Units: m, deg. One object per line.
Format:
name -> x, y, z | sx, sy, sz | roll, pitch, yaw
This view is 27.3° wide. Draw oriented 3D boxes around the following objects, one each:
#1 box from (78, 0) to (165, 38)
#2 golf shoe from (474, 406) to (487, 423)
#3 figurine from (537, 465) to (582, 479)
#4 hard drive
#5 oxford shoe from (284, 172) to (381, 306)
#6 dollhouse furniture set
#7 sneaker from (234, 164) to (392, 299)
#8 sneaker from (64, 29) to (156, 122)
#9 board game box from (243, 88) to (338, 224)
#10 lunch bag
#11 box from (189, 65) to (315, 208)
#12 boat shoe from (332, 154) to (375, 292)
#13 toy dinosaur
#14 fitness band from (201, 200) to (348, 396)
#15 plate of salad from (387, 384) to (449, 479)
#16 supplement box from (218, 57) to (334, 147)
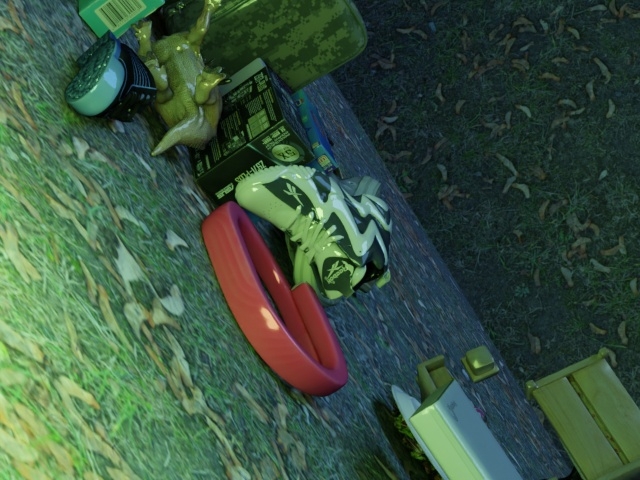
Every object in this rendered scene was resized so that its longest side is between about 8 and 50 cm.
box -> -0.276, -0.360, 1.805 | 0.060, 0.100, 0.244 | 50, 11, -30
golf shoe -> 0.241, 0.304, 2.288 | 0.086, 0.067, 0.186 | 55, 9, 4
figurine -> 0.454, 0.482, 2.326 | 0.215, 0.209, 0.092 | 50, 11, -34
hard drive -> 0.239, 0.342, 1.635 | 0.353, 0.047, 0.233 | 55, 10, 6
oxford shoe -> -0.001, -0.012, 1.997 | 0.130, 0.169, 0.449 | 13, 17, 7
dollhouse furniture set -> 0.367, 0.278, 2.025 | 0.174, 0.355, 0.303 | 80, -14, -54
sneaker -> 0.000, 0.000, 1.711 | 0.235, 0.094, 0.153 | 22, 43, -36
sneaker -> -0.226, -0.172, 1.477 | 0.090, 0.081, 0.232 | 45, 11, -19
board game box -> -0.066, -0.119, 1.875 | 0.047, 0.160, 0.210 | 51, 10, -27
lunch bag -> -0.106, -0.376, 2.140 | 0.212, 0.305, 0.256 | 52, 13, -38
box -> -0.100, -0.137, 1.801 | 0.077, 0.147, 0.180 | 50, 10, -30
boat shoe -> 0.035, -0.036, 2.326 | 0.285, 0.089, 0.104 | 62, 10, 29
toy dinosaur -> -0.176, -0.193, 1.727 | 0.200, 0.127, 0.296 | 90, -7, -52
fitness band -> -0.055, 0.072, 1.606 | 0.209, 0.054, 0.291 | 47, 12, -44
plate of salad -> 0.151, 0.298, 1.903 | 0.200, 0.048, 0.200 | 54, 8, -11
supplement box -> -0.086, -0.182, 2.082 | 0.073, 0.130, 0.239 | 61, 11, 25
